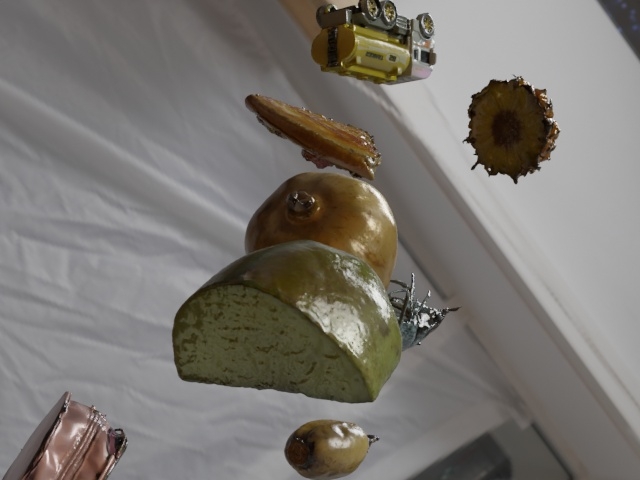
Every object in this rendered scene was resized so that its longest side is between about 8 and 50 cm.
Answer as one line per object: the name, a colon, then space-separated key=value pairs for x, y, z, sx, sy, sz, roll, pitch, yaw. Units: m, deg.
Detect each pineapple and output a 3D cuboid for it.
pineapple: x=0.355 y=-0.207 z=1.983 sx=0.047 sy=0.221 sz=0.221 roll=-14 pitch=167 yaw=-43

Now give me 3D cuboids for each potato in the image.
potato: x=-0.034 y=0.080 z=1.642 sx=0.330 sy=0.212 sz=0.280 roll=6 pitch=-147 yaw=20

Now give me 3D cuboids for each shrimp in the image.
shrimp: x=0.118 y=0.191 z=2.316 sx=0.410 sy=0.166 sz=0.221 roll=-29 pitch=167 yaw=-29

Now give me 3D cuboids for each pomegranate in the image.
pomegranate: x=0.000 y=0.000 z=2.203 sx=0.342 sy=0.342 sz=0.342 roll=-37 pitch=-176 yaw=3

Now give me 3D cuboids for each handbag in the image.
handbag: x=-0.375 y=0.333 z=1.537 sx=0.179 sy=0.116 sz=0.205 roll=-35 pitch=-155 yaw=55

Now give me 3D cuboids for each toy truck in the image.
toy truck: x=0.079 y=-0.289 z=1.571 sx=0.098 sy=0.114 sz=0.227 roll=-4 pitch=177 yaw=39

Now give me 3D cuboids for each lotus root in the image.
lotus root: x=0.024 y=0.395 z=2.007 sx=0.125 sy=0.118 sz=0.221 roll=20 pitch=-173 yaw=41

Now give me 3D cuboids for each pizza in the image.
pizza: x=0.016 y=-0.119 z=1.347 sx=0.193 sy=0.201 sz=0.053 roll=2 pitch=116 yaw=-56
